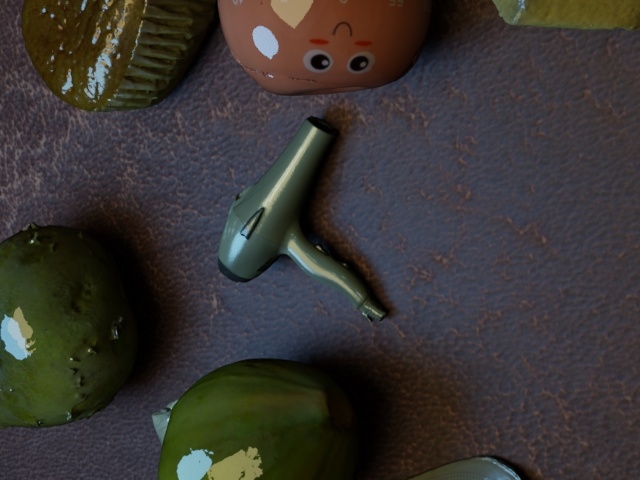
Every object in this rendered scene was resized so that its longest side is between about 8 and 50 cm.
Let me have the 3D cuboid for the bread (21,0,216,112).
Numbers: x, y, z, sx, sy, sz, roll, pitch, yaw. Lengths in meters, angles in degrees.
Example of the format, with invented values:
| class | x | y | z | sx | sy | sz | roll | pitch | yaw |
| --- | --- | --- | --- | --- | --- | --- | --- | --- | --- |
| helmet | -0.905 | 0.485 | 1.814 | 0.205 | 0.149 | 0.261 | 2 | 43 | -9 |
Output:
| class | x | y | z | sx | sy | sz | roll | pitch | yaw |
| --- | --- | --- | --- | --- | --- | --- | --- | --- | --- |
| bread | -0.254 | -0.287 | 1.568 | 0.227 | 0.142 | 0.253 | 49 | 127 | 26 |

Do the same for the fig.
| class | x | y | z | sx | sy | sz | roll | pitch | yaw |
| --- | --- | --- | --- | --- | --- | --- | --- | --- | --- |
| fig | -0.062 | 0.252 | 1.485 | 0.271 | 0.239 | 0.239 | -33 | 80 | 44 |

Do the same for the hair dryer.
| class | x | y | z | sx | sy | sz | roll | pitch | yaw |
| --- | --- | --- | --- | --- | --- | --- | --- | --- | --- |
| hair dryer | -0.006 | -0.033 | 1.492 | 0.225 | 0.088 | 0.218 | 17 | 107 | 19 |

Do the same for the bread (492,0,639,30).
| class | x | y | z | sx | sy | sz | roll | pitch | yaw |
| --- | --- | --- | --- | --- | --- | --- | --- | --- | --- |
| bread | 0.259 | -0.358 | 1.189 | 0.236 | 0.199 | 0.263 | -115 | 35 | -49 |

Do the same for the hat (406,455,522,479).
| class | x | y | z | sx | sy | sz | roll | pitch | yaw |
| --- | --- | --- | --- | --- | --- | --- | --- | --- | --- |
| hat | 0.137 | 0.368 | 1.437 | 0.245 | 0.149 | 0.214 | -42 | 75 | 47 |

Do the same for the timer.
| class | x | y | z | sx | sy | sz | roll | pitch | yaw |
| --- | --- | --- | --- | --- | --- | --- | --- | --- | --- |
| timer | 0.006 | -0.258 | 1.320 | 0.230 | 0.230 | 0.214 | 5 | 103 | 36 |

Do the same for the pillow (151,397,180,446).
| class | x | y | z | sx | sy | sz | roll | pitch | yaw |
| --- | --- | --- | --- | --- | --- | --- | --- | --- | --- |
| pillow | -0.153 | 0.286 | 1.663 | 0.134 | 0.078 | 0.181 | -23 | 88 | 49 |

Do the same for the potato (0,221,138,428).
| class | x | y | z | sx | sy | sz | roll | pitch | yaw |
| --- | --- | --- | --- | --- | --- | --- | --- | --- | --- |
| potato | -0.392 | 0.143 | 1.729 | 0.359 | 0.219 | 0.269 | -41 | 66 | 43 |
